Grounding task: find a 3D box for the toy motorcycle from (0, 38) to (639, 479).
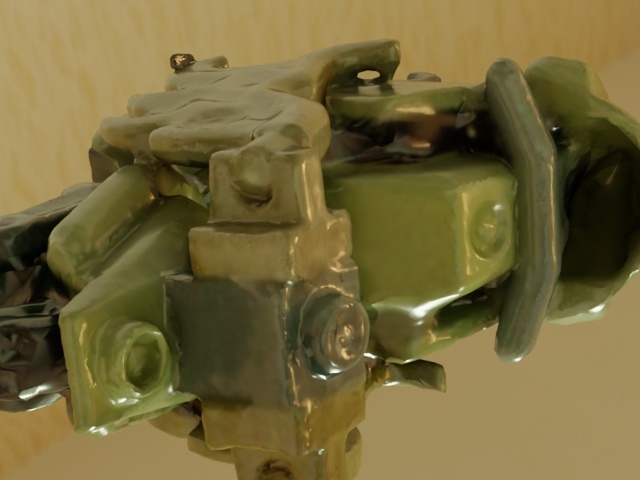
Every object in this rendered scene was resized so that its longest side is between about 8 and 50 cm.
[{"bbox_3d":[0.000,0.000,0.891,0.237,0.168,0.410,4,-162,39],"label":"toy motorcycle"}]
